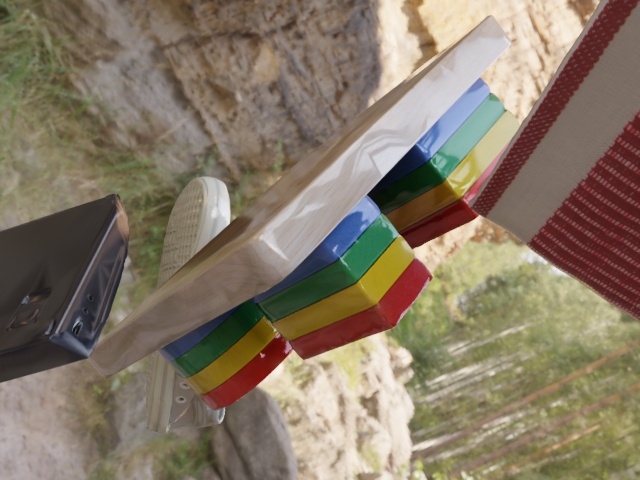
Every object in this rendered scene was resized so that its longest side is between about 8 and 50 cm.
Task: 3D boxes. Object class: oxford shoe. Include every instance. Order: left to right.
[{"bbox_3d":[-0.154,0.099,1.018,0.169,0.130,0.449,-101,-159,-47],"label":"oxford shoe"}]

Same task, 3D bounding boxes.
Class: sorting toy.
[{"bbox_3d":[0.000,0.000,0.513,0.089,0.257,0.255,50,-38,-8],"label":"sorting toy"}]

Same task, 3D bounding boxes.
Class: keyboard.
[{"bbox_3d":[-0.245,0.079,0.386,0.201,0.317,0.033,-81,149,-52],"label":"keyboard"}]

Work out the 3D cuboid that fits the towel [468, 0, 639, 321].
[{"bbox_3d":[0.241,0.007,0.291,0.329,0.037,0.237,34,-34,8],"label":"towel"}]
